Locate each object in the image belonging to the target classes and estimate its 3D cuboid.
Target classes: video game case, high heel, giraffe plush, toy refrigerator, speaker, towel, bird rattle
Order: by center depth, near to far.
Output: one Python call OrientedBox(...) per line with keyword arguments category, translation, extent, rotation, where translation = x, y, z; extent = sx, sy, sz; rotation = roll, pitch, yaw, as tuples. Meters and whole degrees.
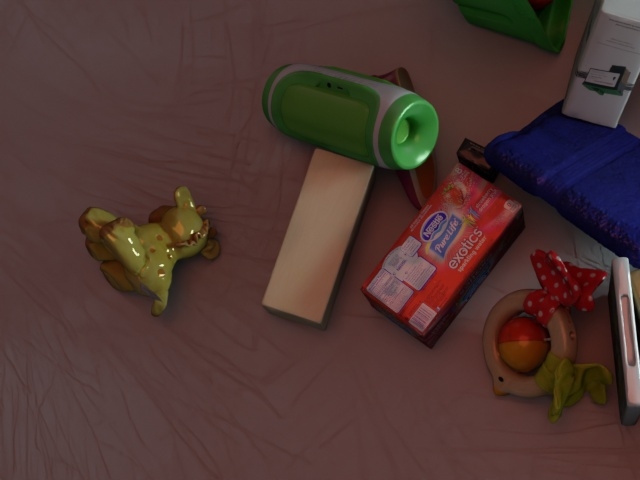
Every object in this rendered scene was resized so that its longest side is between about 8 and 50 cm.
OrientedBox(category="video game case", translation=(0.437, 0.151, 1.721), extent=(0.026, 0.227, 0.206), rotation=(-5, 74, 11))
OrientedBox(category="bird rattle", translation=(0.323, 0.143, 1.784), extent=(0.207, 0.143, 0.253), rotation=(-15, 85, 43))
OrientedBox(category="towel", translation=(0.425, -0.087, 1.814), extent=(0.228, 0.076, 0.308), rotation=(-30, 54, -31))
OrientedBox(category="speaker", translation=(0.042, -0.201, 1.906), extent=(0.296, 0.131, 0.131), rotation=(22, 79, 42))
OrientedBox(category="toy refrigerator", translation=(0.000, 0.000, 1.929), extent=(0.102, 0.094, 0.269), rotation=(17, 79, 9))
OrientedBox(category="giraffe plush", translation=(-0.265, -0.001, 1.959), extent=(0.210, 0.181, 0.170), rotation=(35, 62, 29))
OrientedBox(category="high heel", translation=(0.114, -0.157, 1.971), extent=(0.117, 0.082, 0.244), rotation=(-19, 85, 39))

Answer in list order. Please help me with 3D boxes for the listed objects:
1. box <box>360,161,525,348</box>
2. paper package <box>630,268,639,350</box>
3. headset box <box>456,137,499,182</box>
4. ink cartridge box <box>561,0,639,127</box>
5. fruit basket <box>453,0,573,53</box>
OrientedBox(category="box", translation=(0.194, 0.025, 1.862), extent=(0.128, 0.122, 0.257), rotation=(36, 84, 18))
OrientedBox(category="paper package", translation=(0.635, 0.156, 1.711), extent=(0.325, 0.168, 0.309), rotation=(-16, 71, 8))
OrientedBox(category="headset box", translation=(0.254, -0.129, 1.914), extent=(0.062, 0.083, 0.032), rotation=(29, 83, 18))
OrientedBox(category="ink cartridge box", translation=(0.449, -0.305, 1.821), extent=(0.093, 0.219, 0.160), rotation=(17, 53, 6))
OrientedBox(category="fruit basket", translation=(0.369, -0.484, 1.840), extent=(0.392, 0.392, 0.283), rotation=(10, 77, 14))
